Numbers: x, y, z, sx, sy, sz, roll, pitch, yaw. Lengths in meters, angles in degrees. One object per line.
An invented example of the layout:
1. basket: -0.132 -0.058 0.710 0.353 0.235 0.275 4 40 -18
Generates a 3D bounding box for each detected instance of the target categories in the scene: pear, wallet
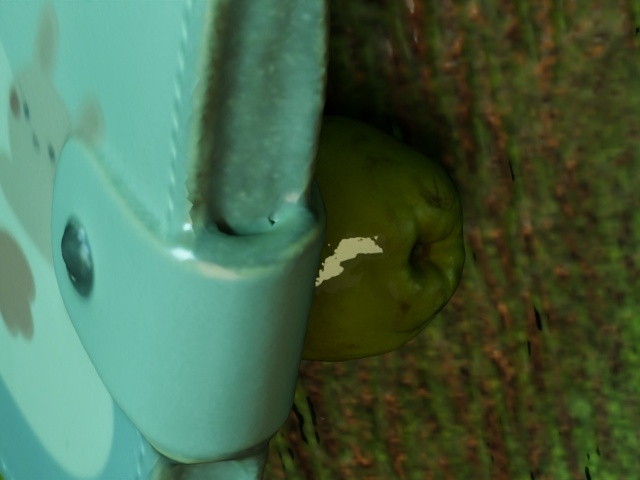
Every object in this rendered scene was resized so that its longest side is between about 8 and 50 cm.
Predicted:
1. pear: 0.000 0.000 0.699 0.131 0.107 0.107 -2 124 40
2. wallet: -0.078 -0.030 0.637 0.083 0.252 0.360 -11 129 -29
